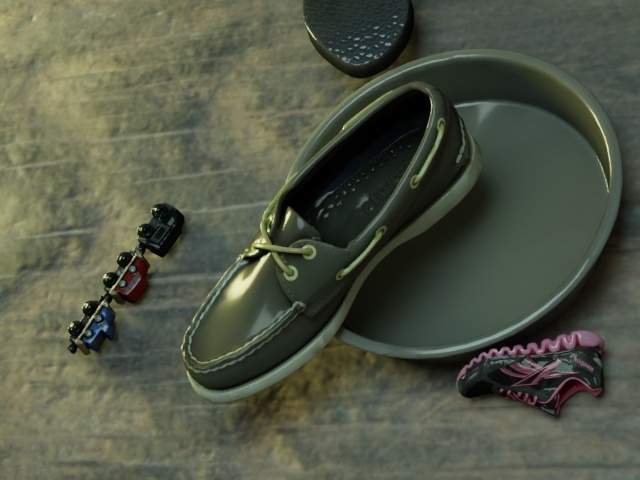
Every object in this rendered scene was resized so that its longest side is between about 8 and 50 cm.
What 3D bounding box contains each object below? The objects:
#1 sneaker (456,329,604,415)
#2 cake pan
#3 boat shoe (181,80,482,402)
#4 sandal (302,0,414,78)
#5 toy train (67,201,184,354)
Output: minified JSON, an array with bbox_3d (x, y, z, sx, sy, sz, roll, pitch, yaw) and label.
[{"bbox_3d":[0.163,0.109,1.444,0.119,0.047,0.057,-15,66,16],"label":"sneaker"},{"bbox_3d":[0.108,-0.024,1.541,0.293,0.054,0.293,-11,56,17],"label":"cake pan"},{"bbox_3d":[-0.003,-0.002,1.484,0.305,0.091,0.109,-44,53,-7],"label":"boat shoe"},{"bbox_3d":[0.020,-0.227,1.717,0.097,0.054,0.254,-25,43,-1],"label":"sandal"},{"bbox_3d":[-0.168,0.036,1.643,0.036,0.027,0.158,27,72,23],"label":"toy train"}]
